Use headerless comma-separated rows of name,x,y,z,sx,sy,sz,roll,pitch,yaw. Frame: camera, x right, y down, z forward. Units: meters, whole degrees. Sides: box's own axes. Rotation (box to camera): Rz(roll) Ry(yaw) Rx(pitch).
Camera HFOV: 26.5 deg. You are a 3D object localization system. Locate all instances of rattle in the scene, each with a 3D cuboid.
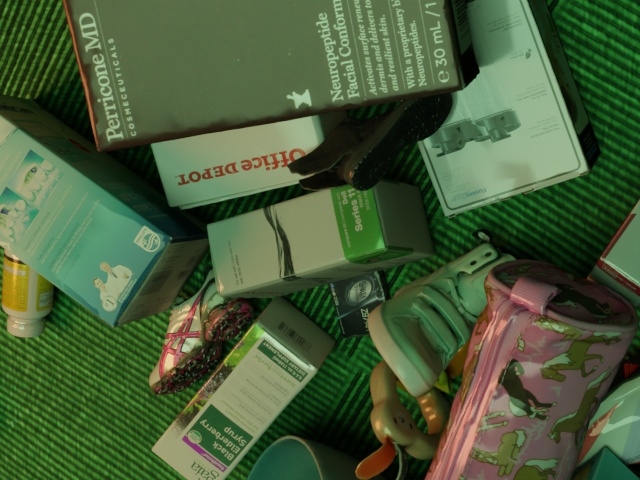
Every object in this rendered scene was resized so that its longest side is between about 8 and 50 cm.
rattle,0.125,0.186,1.502,0.142,0.199,0.130,-17,100,24

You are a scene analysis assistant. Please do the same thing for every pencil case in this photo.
pencil case,0.186,0.206,1.374,0.160,0.167,0.386,19,109,2

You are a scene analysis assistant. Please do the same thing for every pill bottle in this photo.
pill bottle,-0.369,0.060,1.717,0.065,0.065,0.116,13,110,16

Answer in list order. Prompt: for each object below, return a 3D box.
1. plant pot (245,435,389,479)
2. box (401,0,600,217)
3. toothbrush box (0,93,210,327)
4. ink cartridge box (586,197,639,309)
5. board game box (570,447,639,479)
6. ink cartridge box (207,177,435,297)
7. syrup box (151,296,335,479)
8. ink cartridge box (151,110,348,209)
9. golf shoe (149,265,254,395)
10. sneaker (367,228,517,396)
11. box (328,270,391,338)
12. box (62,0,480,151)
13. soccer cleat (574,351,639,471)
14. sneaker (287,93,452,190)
plant pot,0.029,0.387,1.586,0.195,0.290,0.290,14,116,-23
box,0.166,-0.188,1.436,0.169,0.087,0.290,-19,99,24
toothbrush box,-0.289,-0.040,1.564,0.295,0.216,0.126,34,97,8
ink cartridge box,0.328,0.008,1.386,0.063,0.150,0.109,34,82,10
board game box,0.350,0.420,1.513,0.336,0.079,0.254,41,129,-2
ink cartridge box,0.000,0.000,1.511,0.208,0.153,0.087,-16,81,23
syrup box,-0.093,0.188,1.637,0.093,0.096,0.237,39,114,0
ink cartridge box,-0.098,-0.196,1.511,0.201,0.117,0.278,-11,102,21
golf shoe,-0.156,0.114,1.665,0.186,0.067,0.086,-49,60,25
sneaker,0.141,0.067,1.434,0.151,0.256,0.094,-33,98,18
box,0.048,0.070,1.595,0.067,0.018,0.083,-10,102,23
box,-0.049,-0.219,1.353,0.381,0.143,0.191,-9,103,15
soccer cleat,0.381,0.168,1.469,0.318,0.109,0.116,-30,111,25
sneaker,0.052,-0.109,1.414,0.170,0.089,0.051,-44,128,-7
